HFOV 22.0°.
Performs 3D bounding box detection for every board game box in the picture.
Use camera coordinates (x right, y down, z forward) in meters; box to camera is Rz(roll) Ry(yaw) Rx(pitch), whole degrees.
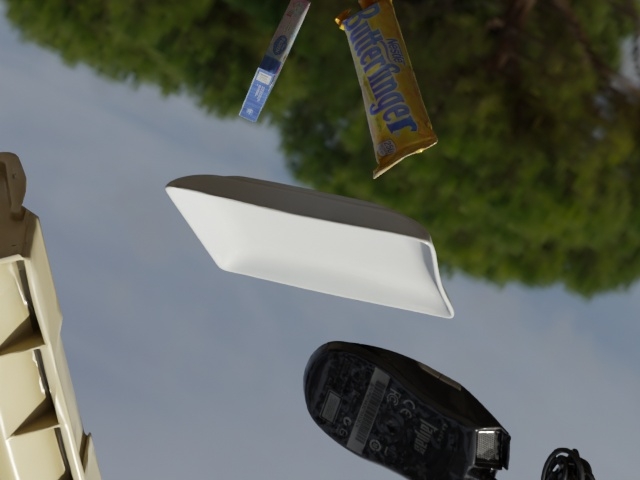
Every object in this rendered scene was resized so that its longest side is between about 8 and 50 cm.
[{"bbox_3d":[-0.043,-0.168,1.523,0.020,0.090,0.090,24,152,-4],"label":"board game box"}]

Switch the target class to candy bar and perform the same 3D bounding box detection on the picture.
[{"bbox_3d":[0.036,-0.091,0.930,0.018,0.040,0.161,45,-159,-36],"label":"candy bar"}]

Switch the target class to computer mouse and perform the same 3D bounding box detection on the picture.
[{"bbox_3d":[0.097,0.192,1.355,0.262,0.184,0.060,25,-150,23],"label":"computer mouse"}]

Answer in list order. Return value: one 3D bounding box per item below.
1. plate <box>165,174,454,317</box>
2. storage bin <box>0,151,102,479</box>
[{"bbox_3d":[0.000,0.000,1.719,0.277,0.045,0.278,13,164,14],"label":"plate"},{"bbox_3d":[-0.279,0.095,1.027,0.260,0.262,0.123,-6,-147,3],"label":"storage bin"}]
